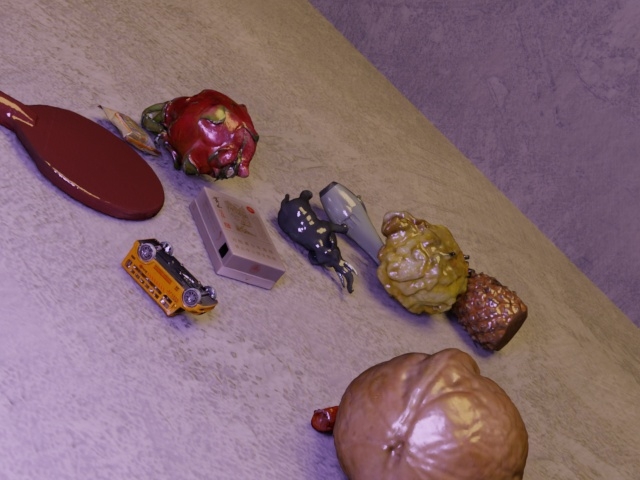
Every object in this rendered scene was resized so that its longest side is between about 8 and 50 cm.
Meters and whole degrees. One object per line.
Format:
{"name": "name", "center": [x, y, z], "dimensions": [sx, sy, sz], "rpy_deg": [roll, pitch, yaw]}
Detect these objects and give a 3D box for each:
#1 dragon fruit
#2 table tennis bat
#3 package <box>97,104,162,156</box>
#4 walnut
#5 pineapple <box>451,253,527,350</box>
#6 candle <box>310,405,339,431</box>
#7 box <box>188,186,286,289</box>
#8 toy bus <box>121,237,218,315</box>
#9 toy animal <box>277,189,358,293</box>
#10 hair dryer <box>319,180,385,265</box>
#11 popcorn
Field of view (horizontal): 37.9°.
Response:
{"name": "dragon fruit", "center": [-0.253, -0.206, 1.909], "dimensions": [0.198, 0.269, 0.200], "rpy_deg": [62, 29, -55]}
{"name": "table tennis bat", "center": [-0.455, -0.170, 1.667], "dimensions": [0.414, 0.051, 0.268], "rpy_deg": [31, 24, -26]}
{"name": "package", "center": [-0.382, -0.221, 1.870], "dimensions": [0.121, 0.031, 0.108], "rpy_deg": [48, 9, 30]}
{"name": "walnut", "center": [0.175, 0.315, 1.475], "dimensions": [0.333, 0.333, 0.333], "rpy_deg": [33, 24, -17]}
{"name": "pineapple", "center": [0.350, 0.114, 2.299], "dimensions": [0.340, 0.169, 0.169], "rpy_deg": [44, 22, 24]}
{"name": "candle", "center": [0.045, 0.304, 1.587], "dimensions": [0.162, 0.053, 0.048], "rpy_deg": [8, 45, -56]}
{"name": "box", "center": [-0.162, -0.005, 1.810], "dimensions": [0.141, 0.058, 0.201], "rpy_deg": [19, 32, -42]}
{"name": "toy bus", "center": [-0.246, 0.069, 1.525], "dimensions": [0.162, 0.074, 0.069], "rpy_deg": [44, 15, 13]}
{"name": "toy animal", "center": [0.006, 0.000, 2.040], "dimensions": [0.269, 0.082, 0.137], "rpy_deg": [49, 27, 10]}
{"name": "hair dryer", "center": [0.113, -0.035, 2.296], "dimensions": [0.229, 0.092, 0.267], "rpy_deg": [56, 17, 16]}
{"name": "popcorn", "center": [0.236, 0.044, 2.133], "dimensions": [0.266, 0.192, 0.233], "rpy_deg": [54, 39, -14]}
